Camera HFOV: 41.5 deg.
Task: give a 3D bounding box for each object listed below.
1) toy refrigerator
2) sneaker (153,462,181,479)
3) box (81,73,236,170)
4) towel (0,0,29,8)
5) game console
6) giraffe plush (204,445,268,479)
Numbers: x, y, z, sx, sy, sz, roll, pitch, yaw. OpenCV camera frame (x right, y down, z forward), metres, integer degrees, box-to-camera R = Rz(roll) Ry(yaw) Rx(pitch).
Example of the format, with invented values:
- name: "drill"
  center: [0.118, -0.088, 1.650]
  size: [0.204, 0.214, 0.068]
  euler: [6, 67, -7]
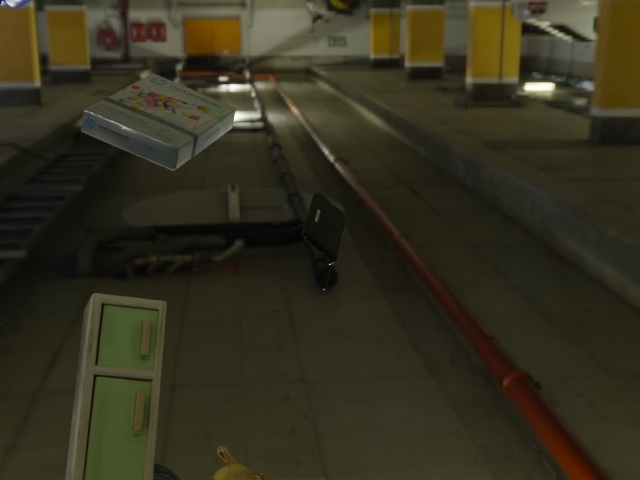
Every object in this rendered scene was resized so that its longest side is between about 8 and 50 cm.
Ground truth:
- name: "toy refrigerator"
  center: [-0.271, 0.213, 1.119]
  size: [0.102, 0.269, 0.094]
  euler: [9, 157, -20]
- name: "sneaker"
  center: [-0.336, 0.515, 1.704]
  size: [0.341, 0.125, 0.139]
  euler: [8, 158, 32]
- name: "box"
  center: [-0.222, -0.171, 1.189]
  size: [0.145, 0.038, 0.186]
  euler: [24, -150, 10]
- name: "towel"
  center: [-0.121, -0.317, 0.553]
  size: [0.308, 0.227, 0.076]
  euler: [-24, 160, 14]
- name: "game console"
  center: [0.000, 0.000, 1.407]
  size: [0.071, 0.107, 0.122]
  euler: [-36, -155, 34]
- name: "giraffe plush"
  center: [-0.138, 0.421, 1.354]
  size: [0.210, 0.181, 0.170]
  euler: [3, -164, -27]
